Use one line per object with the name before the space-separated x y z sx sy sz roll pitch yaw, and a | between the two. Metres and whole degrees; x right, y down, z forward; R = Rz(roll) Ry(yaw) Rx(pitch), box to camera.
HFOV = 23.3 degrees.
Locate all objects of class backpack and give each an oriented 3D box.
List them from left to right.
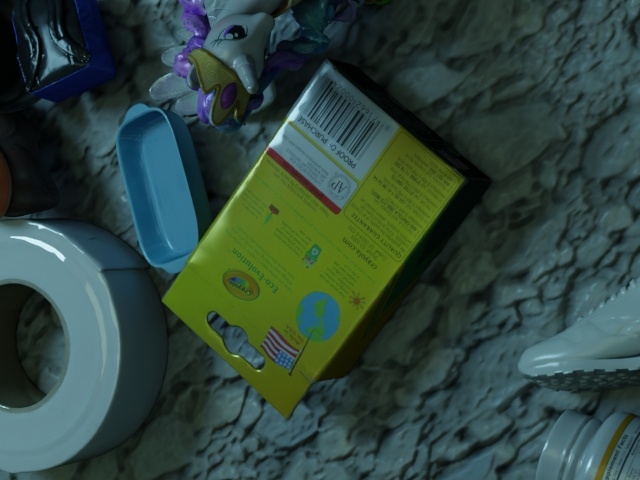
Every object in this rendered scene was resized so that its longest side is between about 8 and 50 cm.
backpack | -0.286 -0.223 1.725 0.098 0.101 0.120 -22 77 17

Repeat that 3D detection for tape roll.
tape roll | -0.315 0.114 1.748 0.286 0.100 0.286 0 91 27

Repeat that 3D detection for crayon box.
crayon box | 0.000 0.000 1.602 0.202 0.081 0.318 43 107 19

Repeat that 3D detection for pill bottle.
pill bottle | 0.313 0.233 1.433 0.215 0.117 0.117 21 100 25

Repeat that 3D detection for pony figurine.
pony figurine | -0.092 -0.273 1.533 0.351 0.303 0.363 11 68 53

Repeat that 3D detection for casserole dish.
casserole dish | -0.166 -0.058 1.689 0.114 0.037 0.188 -20 83 49

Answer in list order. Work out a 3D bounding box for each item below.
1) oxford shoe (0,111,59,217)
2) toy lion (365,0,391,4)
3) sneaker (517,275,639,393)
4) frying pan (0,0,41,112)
oxford shoe | -0.377 -0.119 1.776 0.097 0.098 0.271 -60 43 34
toy lion | 0.068 -0.291 1.593 0.100 0.034 0.096 -4 96 26
sneaker | 0.297 0.083 1.467 0.235 0.090 0.095 -15 72 22
frying pan | -0.420 -0.281 1.730 0.053 0.197 0.326 -32 94 47
